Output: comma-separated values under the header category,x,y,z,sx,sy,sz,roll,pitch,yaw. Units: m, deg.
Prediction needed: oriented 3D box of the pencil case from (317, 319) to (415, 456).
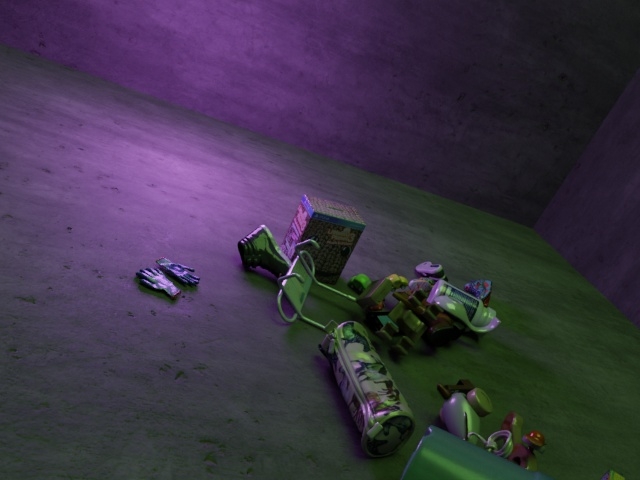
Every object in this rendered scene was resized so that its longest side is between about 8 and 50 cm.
category,x,y,z,sx,sy,sz,roll,pitch,yaw
pencil case,0.125,0.412,1.577,0.183,0.160,0.410,30,18,-33

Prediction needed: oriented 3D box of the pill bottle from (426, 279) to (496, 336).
category,x,y,z,sx,sy,sz,roll,pitch,yaw
pill bottle,0.582,0.285,2.299,0.265,0.153,0.153,28,24,5

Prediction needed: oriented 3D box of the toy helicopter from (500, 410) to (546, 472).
category,x,y,z,sx,sy,sz,roll,pitch,yaw
toy helicopter,0.548,0.587,1.545,0.140,0.235,0.355,28,23,6

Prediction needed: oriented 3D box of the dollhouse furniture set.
category,x,y,z,sx,sy,sz,roll,pitch,yaw
dollhouse furniture set,0.264,0.255,1.964,0.242,0.212,0.161,45,-17,-3

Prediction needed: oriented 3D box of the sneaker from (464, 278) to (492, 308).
category,x,y,z,sx,sy,sz,roll,pitch,yaw
sneaker,0.743,0.255,2.625,0.125,0.104,0.262,13,16,15

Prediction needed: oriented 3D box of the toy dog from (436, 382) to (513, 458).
category,x,y,z,sx,sy,sz,roll,pitch,yaw
toy dog,0.387,0.527,1.574,0.161,0.220,0.333,41,9,-5

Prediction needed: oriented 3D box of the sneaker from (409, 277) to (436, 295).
category,x,y,z,sx,sy,sz,roll,pitch,yaw
sneaker,0.453,0.201,2.444,0.215,0.084,0.083,16,23,-45

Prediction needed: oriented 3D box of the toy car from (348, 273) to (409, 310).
category,x,y,z,sx,sy,sz,roll,pitch,yaw
toy car,0.203,0.177,2.180,0.225,0.053,0.239,16,35,37

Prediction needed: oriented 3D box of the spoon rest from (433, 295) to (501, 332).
category,x,y,z,sx,sy,sz,roll,pitch,yaw
spoon rest,0.567,0.294,2.169,0.276,0.084,0.137,23,10,-8

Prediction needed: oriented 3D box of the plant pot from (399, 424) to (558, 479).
category,x,y,z,sx,sy,sz,roll,pitch,yaw
plant pot,0.339,0.607,1.226,0.334,0.341,0.341,26,22,21

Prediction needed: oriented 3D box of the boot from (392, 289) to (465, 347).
category,x,y,z,sx,sy,sz,roll,pitch,yaw
boot,0.392,0.274,2.105,0.280,0.096,0.264,39,27,29

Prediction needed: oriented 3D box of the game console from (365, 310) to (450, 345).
category,x,y,z,sx,sy,sz,roll,pitch,yaw
game console,0.330,0.323,2.111,0.361,0.044,0.213,4,32,-39

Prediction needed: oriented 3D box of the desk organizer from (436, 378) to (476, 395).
category,x,y,z,sx,sy,sz,roll,pitch,yaw
desk organizer,0.462,0.503,1.868,0.130,0.047,0.050,10,26,-32

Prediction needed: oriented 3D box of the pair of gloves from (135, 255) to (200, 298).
category,x,y,z,sx,sy,sz,roll,pitch,yaw
pair of gloves,-0.483,0.117,1.763,0.159,0.023,0.198,32,25,9

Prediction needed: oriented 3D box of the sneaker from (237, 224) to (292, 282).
category,x,y,z,sx,sy,sz,roll,pitch,yaw
sneaker,-0.198,0.092,2.020,0.147,0.104,0.295,-28,73,-25

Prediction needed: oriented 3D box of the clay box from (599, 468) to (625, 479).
category,x,y,z,sx,sy,sz,roll,pitch,yaw
clay box,0.824,0.761,1.593,0.053,0.127,0.222,31,24,14

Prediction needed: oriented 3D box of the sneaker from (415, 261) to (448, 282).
category,x,y,z,sx,sy,sz,roll,pitch,yaw
sneaker,0.523,0.173,2.588,0.121,0.079,0.217,63,-9,-9

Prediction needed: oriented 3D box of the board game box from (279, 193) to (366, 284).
category,x,y,z,sx,sy,sz,roll,pitch,yaw
board game box,0.000,0.000,2.142,0.232,0.291,0.141,13,27,-26

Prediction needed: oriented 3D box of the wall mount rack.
category,x,y,z,sx,sy,sz,roll,pitch,yaw
wall mount rack,-0.014,0.179,1.928,0.304,0.130,0.350,58,30,-23

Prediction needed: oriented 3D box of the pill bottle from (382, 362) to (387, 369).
category,x,y,z,sx,sy,sz,roll,pitch,yaw
pill bottle,0.190,0.438,1.710,0.065,0.065,0.116,14,27,-24
